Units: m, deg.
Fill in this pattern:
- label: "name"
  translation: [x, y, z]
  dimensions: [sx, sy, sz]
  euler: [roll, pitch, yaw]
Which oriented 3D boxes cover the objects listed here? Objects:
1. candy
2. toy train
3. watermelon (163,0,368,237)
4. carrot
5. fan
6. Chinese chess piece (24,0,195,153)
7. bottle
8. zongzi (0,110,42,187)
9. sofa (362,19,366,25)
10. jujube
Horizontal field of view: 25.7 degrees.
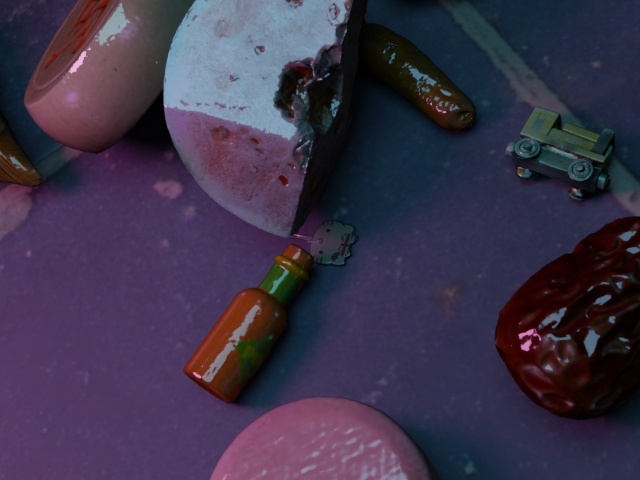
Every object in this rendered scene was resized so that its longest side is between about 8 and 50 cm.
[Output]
- label: "candy"
  translation: [0.006, 0.287, 1.404]
  dimensions: [0.255, 0.094, 0.255]
  euler: [-6, 65, 14]
- label: "toy train"
  translation: [0.264, -0.094, 1.522]
  dimensions: [0.122, 0.050, 0.081]
  euler: [22, 65, 24]
- label: "watermelon"
  translation: [-0.057, -0.179, 1.564]
  dimensions: [0.188, 0.175, 0.322]
  euler: [21, 88, 11]
- label: "carrot"
  translation: [0.107, -0.189, 1.608]
  dimensions: [0.186, 0.060, 0.060]
  euler: [40, 83, 25]
- label: "fan"
  translation: [0.000, 0.000, 1.585]
  dimensions: [0.083, 0.004, 0.056]
  euler: [12, 71, 23]
- label: "Chinese chess piece"
  translation: [-0.236, -0.228, 1.632]
  dimensions: [0.273, 0.102, 0.273]
  euler: [-45, 23, 25]
- label: "bottle"
  translation: [-0.072, 0.086, 1.533]
  dimensions: [0.069, 0.069, 0.187]
  euler: [29, 79, 26]
- label: "zongzi"
  translation: [-0.503, -0.100, 1.727]
  dimensions: [0.286, 0.134, 0.288]
  euler: [-40, 69, 4]
- label: "sofa"
  translation: [-0.025, -0.255, 1.662]
  dimensions: [0.147, 0.085, 0.060]
  euler: [-34, 64, 1]
- label: "jujube"
  translation: [0.280, 0.072, 1.387]
  dimensions: [0.155, 0.155, 0.230]
  euler: [38, 76, 28]
